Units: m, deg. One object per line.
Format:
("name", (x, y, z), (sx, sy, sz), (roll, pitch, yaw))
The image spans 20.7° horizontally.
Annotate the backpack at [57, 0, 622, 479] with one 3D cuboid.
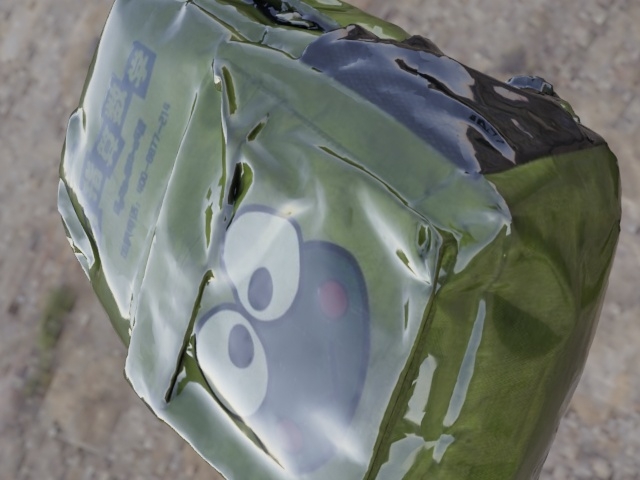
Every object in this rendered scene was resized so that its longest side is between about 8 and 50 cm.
("backpack", (0.000, 0.000, 0.699), (0.253, 0.140, 0.207), (39, 123, 36))
